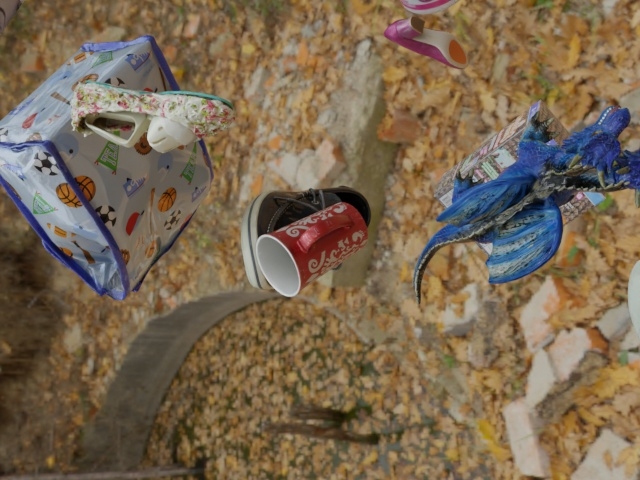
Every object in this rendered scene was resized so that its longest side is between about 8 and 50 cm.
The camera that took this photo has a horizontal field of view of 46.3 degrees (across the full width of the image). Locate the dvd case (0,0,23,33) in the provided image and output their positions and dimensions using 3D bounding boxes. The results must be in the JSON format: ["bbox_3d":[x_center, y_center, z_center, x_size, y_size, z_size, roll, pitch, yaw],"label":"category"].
[{"bbox_3d":[-0.491,-0.301,1.017,0.221,0.018,0.164,-63,-7,-14],"label":"dvd case"}]

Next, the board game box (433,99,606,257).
[{"bbox_3d":[0.446,-0.124,1.678,0.291,0.232,0.141,-38,10,31],"label":"board game box"}]

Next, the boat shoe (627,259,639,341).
[{"bbox_3d":[0.510,0.130,1.074,0.079,0.081,0.228,-16,88,64],"label":"boat shoe"}]

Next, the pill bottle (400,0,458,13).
[{"bbox_3d":[0.174,-0.577,1.384,0.160,0.283,0.160,-17,49,21],"label":"pill bottle"}]

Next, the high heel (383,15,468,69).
[{"bbox_3d":[0.289,-0.525,2.034,0.117,0.244,0.082,-5,71,55],"label":"high heel"}]

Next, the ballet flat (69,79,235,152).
[{"bbox_3d":[-0.224,-0.154,0.975,0.241,0.091,0.077,10,74,23],"label":"ballet flat"}]

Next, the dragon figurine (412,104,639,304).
[{"bbox_3d":[0.158,-0.023,0.638,0.289,0.085,0.144,-38,9,29],"label":"dragon figurine"}]

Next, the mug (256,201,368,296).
[{"bbox_3d":[0.002,0.009,1.254,0.150,0.169,0.113,0,113,53],"label":"mug"}]

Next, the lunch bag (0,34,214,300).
[{"bbox_3d":[-0.383,-0.124,1.388,0.239,0.385,0.328,6,49,33],"label":"lunch bag"}]

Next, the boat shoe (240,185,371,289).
[{"bbox_3d":[-0.021,-0.025,1.548,0.156,0.500,0.187,-6,98,22],"label":"boat shoe"}]
